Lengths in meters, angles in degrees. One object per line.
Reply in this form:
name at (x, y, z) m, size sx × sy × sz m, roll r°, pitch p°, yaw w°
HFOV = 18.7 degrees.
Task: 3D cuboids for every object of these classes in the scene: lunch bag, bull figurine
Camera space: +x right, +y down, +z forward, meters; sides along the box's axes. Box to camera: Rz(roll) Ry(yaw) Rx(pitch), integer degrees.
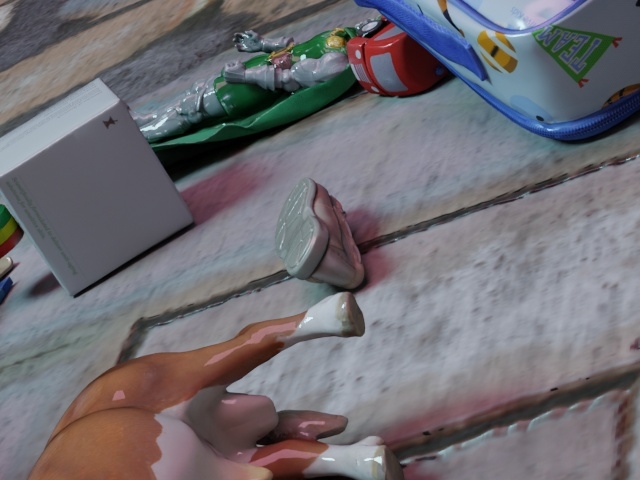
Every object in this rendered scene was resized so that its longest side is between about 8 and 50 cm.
lunch bag at (0.143, -0.194, 1.202) m, size 0.243 × 0.115 × 0.303 m, roll -38°, pitch 37°, yaw -5°
bull figurine at (-0.069, 0.133, 0.818) m, size 0.188 × 0.101 × 0.310 m, roll -19°, pitch 25°, yaw 14°

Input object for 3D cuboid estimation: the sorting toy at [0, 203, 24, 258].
sorting toy at (-0.319, 0.078, 1.313) m, size 0.274 × 0.046 × 0.132 m, roll -28°, pitch 20°, yaw 17°

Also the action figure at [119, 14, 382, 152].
action figure at (-0.047, -0.114, 1.413) m, size 0.232 × 0.063 × 0.137 m, roll -19°, pitch 20°, yaw 15°

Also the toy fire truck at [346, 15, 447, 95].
toy fire truck at (0.124, -0.161, 1.321) m, size 0.192 × 0.047 × 0.135 m, roll -38°, pitch 25°, yaw -21°

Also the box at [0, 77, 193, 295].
box at (-0.158, -0.037, 1.309) m, size 0.102 × 0.101 × 0.087 m, roll -33°, pitch 22°, yaw -7°

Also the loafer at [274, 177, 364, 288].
loafer at (0.000, 0.000, 1.130) m, size 0.045 × 0.039 × 0.125 m, roll -59°, pitch 13°, yaw 14°

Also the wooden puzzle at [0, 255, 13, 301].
wooden puzzle at (-0.263, 0.037, 1.393) m, size 0.116 × 0.014 × 0.078 m, roll -16°, pitch 25°, yaw 29°
